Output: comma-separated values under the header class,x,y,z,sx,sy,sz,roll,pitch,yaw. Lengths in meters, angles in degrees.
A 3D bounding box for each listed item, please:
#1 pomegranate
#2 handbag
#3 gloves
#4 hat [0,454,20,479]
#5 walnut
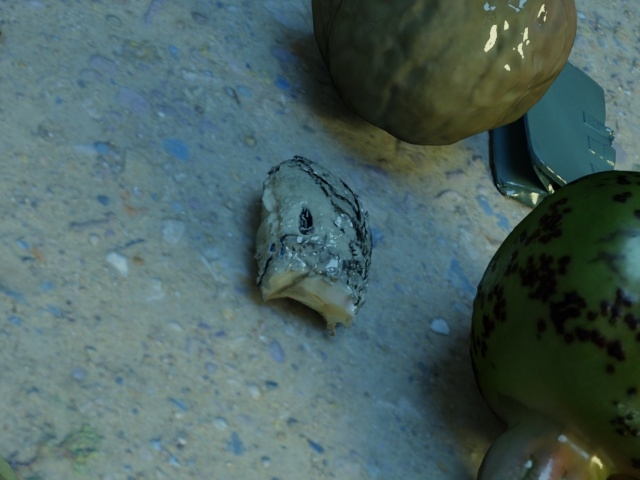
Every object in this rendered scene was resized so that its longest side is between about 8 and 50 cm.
class,x,y,z,sx,sy,sz,roll,pitch,yaw
pomegranate,0.225,0.119,1.323,0.285,0.285,0.340,36,69,-6
handbag,0.244,-0.107,1.714,0.144,0.057,0.221,29,37,-22
gloves,0.001,-0.003,1.371,0.114,0.070,0.153,26,37,-19
hat,-0.246,0.150,0.961,0.252,0.110,0.252,24,40,-22
walnut,0.111,-0.204,1.551,0.248,0.248,0.248,24,39,-21
